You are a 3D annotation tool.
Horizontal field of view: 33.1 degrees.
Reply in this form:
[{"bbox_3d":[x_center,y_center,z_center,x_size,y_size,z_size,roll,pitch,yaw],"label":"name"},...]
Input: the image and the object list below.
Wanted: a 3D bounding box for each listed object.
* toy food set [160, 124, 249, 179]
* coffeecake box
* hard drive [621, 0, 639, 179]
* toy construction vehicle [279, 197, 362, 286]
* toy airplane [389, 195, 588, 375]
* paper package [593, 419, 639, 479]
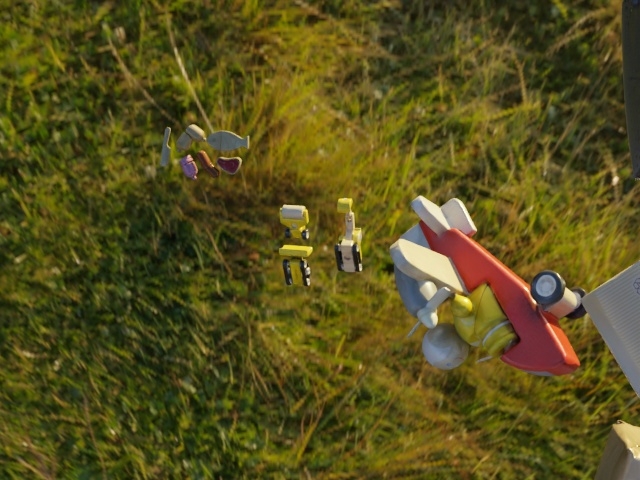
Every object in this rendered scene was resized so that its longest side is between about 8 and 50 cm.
[{"bbox_3d":[-0.161,-0.121,1.515,0.122,0.019,0.078,12,101,9],"label":"toy food set"},{"bbox_3d":[0.270,0.090,0.755,0.068,0.185,0.142,-36,67,21],"label":"coffeecake box"},{"bbox_3d":[0.352,-0.199,1.060,0.054,0.172,0.255,11,54,-4],"label":"hard drive"},{"bbox_3d":[0.000,0.000,1.089,0.085,0.098,0.035,1,36,18],"label":"toy construction vehicle"},{"bbox_3d":[0.262,0.102,1.960,0.386,0.384,0.272,33,98,-8],"label":"toy airplane"},{"bbox_3d":[0.610,0.515,1.845,0.309,0.168,0.325,16,103,3],"label":"paper package"}]
